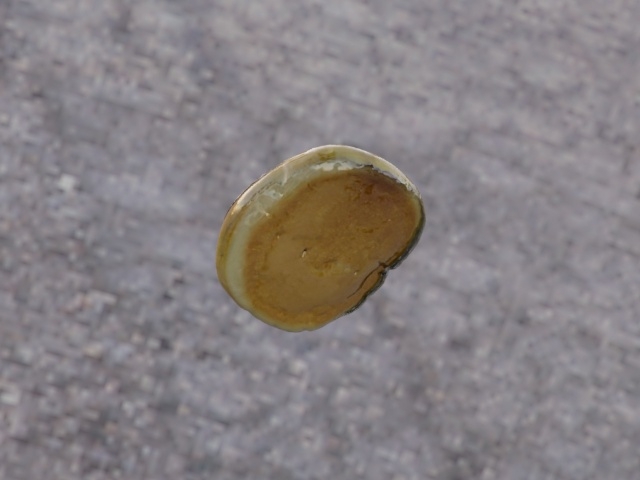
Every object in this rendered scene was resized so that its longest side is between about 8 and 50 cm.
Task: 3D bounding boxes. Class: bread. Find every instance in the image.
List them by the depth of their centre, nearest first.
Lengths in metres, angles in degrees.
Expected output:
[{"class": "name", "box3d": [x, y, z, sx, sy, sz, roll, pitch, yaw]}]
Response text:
[{"class": "bread", "box3d": [0.000, 0.000, 0.983, 0.110, 0.110, 0.024, 5, 30, -29]}]
